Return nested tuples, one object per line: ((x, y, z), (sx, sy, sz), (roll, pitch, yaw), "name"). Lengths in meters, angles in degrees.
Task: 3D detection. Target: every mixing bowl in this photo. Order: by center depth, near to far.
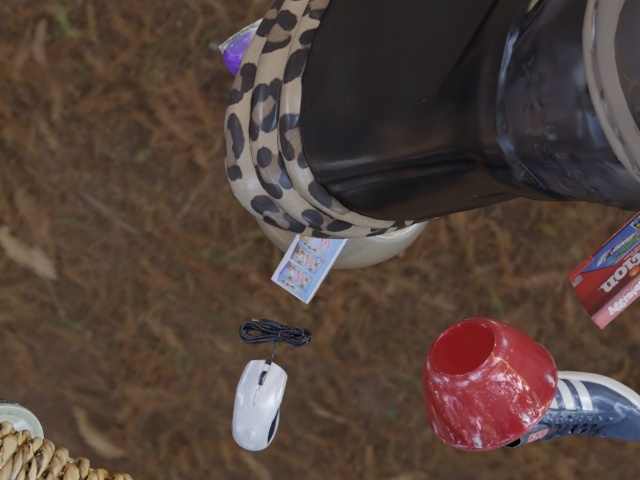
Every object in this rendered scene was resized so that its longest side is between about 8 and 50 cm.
((0.199, 0.165, 1.808), (0.181, 0.181, 0.098), (-10, 135, 26), "mixing bowl")

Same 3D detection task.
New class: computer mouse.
((-0.082, 0.210, 2.042), (0.106, 0.042, 0.193), (13, 93, 11), "computer mouse")

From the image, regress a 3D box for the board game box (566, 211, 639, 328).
((0.457, -0.010, 1.917), (0.027, 0.145, 0.281), (42, 103, -19), "board game box")

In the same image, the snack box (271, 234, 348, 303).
((0.000, 0.000, 1.964), (0.064, 0.022, 0.178), (34, 114, 6), "snack box")

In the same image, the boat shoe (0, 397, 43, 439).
((-0.413, 0.344, 1.691), (0.127, 0.113, 0.340), (9, 97, -20), "boat shoe")

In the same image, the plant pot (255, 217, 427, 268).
((0.060, -0.080, 2.061), (0.284, 0.284, 0.191), (54, 168, -25), "plant pot")

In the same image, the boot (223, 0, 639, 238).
((0.142, -0.132, 0.531), (0.138, 0.377, 0.284), (49, 153, -18), "boot")

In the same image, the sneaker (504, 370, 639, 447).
((0.373, 0.287, 2.332), (0.350, 0.148, 0.131), (18, 137, -1), "sneaker")

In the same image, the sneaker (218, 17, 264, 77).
((-0.013, -0.176, 1.731), (0.102, 0.293, 0.146), (-29, 72, 18), "sneaker")

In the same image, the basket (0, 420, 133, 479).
((-0.258, 0.303, 1.038), (0.223, 0.299, 0.213), (27, 145, -10), "basket")
